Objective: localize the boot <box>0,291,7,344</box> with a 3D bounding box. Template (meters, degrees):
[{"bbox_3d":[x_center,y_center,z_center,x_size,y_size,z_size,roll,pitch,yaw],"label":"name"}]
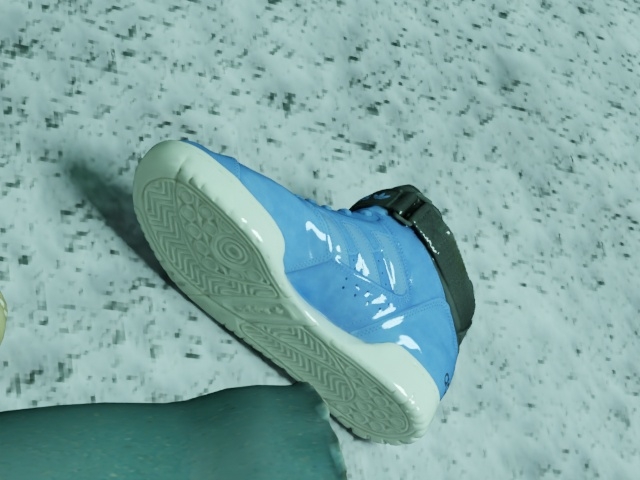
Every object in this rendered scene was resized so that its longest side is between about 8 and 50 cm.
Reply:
[{"bbox_3d":[-0.161,-0.062,0.613,0.213,0.077,0.165,41,43,-8],"label":"boot"}]

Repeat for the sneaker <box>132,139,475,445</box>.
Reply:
[{"bbox_3d":[-0.001,0.000,0.714,0.152,0.058,0.084,43,50,-16],"label":"sneaker"}]

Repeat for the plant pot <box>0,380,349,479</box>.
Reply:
[{"bbox_3d":[-0.105,0.173,0.392,0.196,0.293,0.293,2,58,-7],"label":"plant pot"}]
